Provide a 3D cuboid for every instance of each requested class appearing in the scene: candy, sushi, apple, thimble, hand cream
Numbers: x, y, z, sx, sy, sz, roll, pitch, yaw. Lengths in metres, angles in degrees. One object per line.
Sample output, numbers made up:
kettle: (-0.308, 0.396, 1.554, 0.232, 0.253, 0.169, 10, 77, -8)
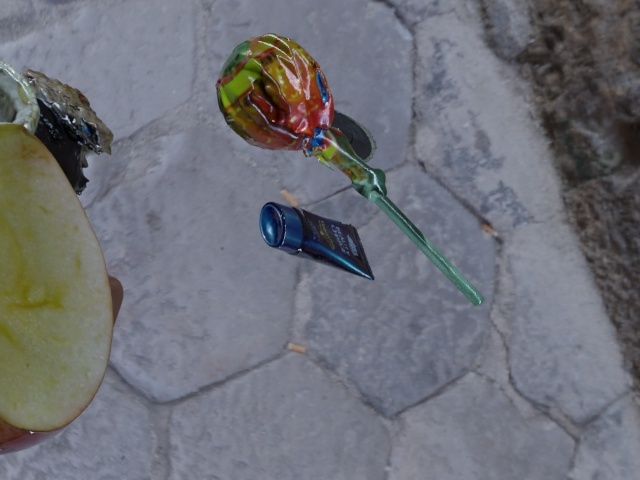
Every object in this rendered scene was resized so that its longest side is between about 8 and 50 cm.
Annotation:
candy: (0.024, -0.029, 0.471, 0.201, 0.060, 0.060, 43, 69, -19)
sushi: (-0.486, -0.192, 1.545, 0.219, 0.225, 0.238, -56, 137, -23)
apple: (-0.387, 0.032, 0.890, 0.295, 0.329, 0.365, -10, 65, 1)
thimble: (-0.504, -0.181, 1.295, 0.137, 0.143, 0.190, -6, 57, -41)
hand cream: (0.000, 0.000, 1.558, 0.270, 0.061, 0.120, 19, 44, -51)

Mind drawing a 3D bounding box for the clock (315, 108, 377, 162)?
clock: (0.006, -0.079, 0.651, 0.074, 0.010, 0.083, 27, 32, -1)

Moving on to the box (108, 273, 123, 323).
box: (-0.498, 0.117, 1.334, 0.229, 0.339, 0.239, 24, 97, 22)
